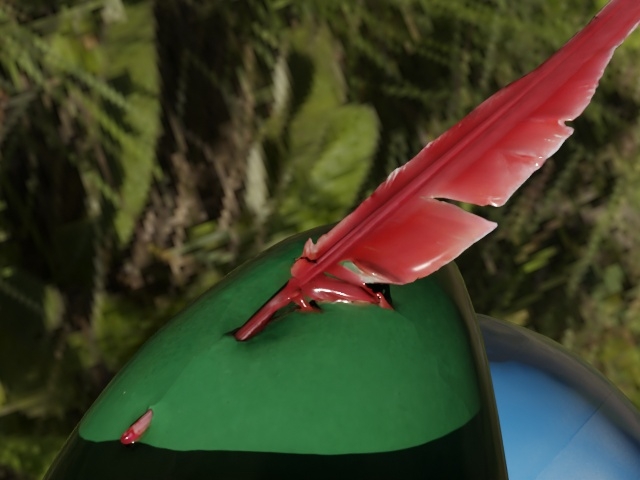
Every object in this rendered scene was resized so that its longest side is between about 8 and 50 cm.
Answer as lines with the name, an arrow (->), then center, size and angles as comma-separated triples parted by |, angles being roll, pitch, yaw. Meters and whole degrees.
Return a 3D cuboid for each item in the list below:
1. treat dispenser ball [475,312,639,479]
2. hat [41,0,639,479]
treat dispenser ball -> 0.054, 0.179, 0.987 | 0.288, 0.288, 0.288 | -19, 160, -7
hat -> 0.000, 0.000, 0.565 | 0.208, 0.184, 0.173 | 2, 170, -2
